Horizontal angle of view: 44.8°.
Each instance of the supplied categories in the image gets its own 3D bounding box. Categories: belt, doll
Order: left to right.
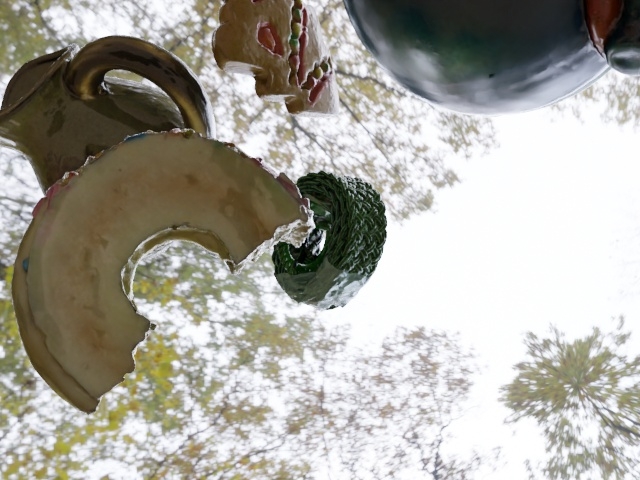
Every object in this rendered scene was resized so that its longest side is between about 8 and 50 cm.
[{"bbox_3d":[0.000,0.000,0.826,0.121,0.079,0.151,34,-66,43],"label":"belt"},{"bbox_3d":[0.139,-0.169,0.440,0.322,0.186,0.198,8,-107,40],"label":"doll"}]

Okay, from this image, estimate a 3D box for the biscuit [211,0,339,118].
[{"bbox_3d":[-0.042,-0.241,0.957,0.041,0.239,0.212,-15,-138,36],"label":"biscuit"}]

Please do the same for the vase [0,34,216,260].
[{"bbox_3d":[-0.273,-0.146,1.030,0.329,0.302,0.241,-34,-156,41],"label":"vase"}]

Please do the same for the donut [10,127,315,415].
[{"bbox_3d":[-0.096,0.003,0.424,0.166,0.065,0.108,-40,-91,-15],"label":"donut"}]
